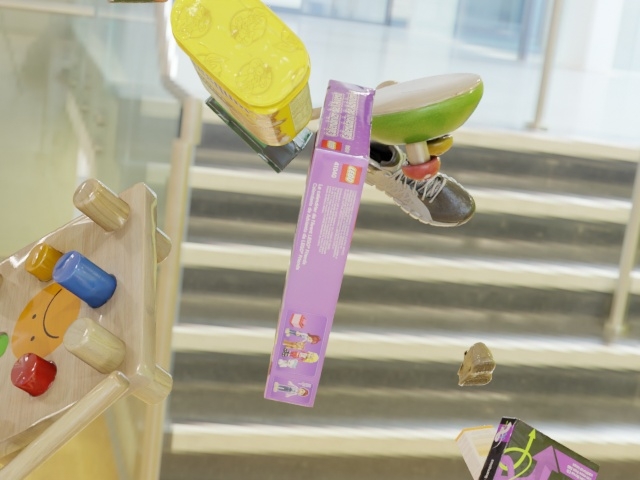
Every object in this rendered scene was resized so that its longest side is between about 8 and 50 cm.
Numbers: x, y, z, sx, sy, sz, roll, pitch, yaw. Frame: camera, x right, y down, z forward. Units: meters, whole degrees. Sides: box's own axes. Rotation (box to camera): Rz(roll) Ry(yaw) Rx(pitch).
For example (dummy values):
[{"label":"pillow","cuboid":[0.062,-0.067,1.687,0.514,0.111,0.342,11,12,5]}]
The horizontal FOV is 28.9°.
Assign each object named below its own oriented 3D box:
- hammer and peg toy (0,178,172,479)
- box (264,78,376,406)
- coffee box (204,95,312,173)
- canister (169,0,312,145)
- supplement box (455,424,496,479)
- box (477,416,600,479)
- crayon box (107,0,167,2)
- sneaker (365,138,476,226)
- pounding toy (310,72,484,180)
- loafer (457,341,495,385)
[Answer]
[{"label":"hammer and peg toy","cuboid":[-0.260,0.124,1.232,0.127,0.266,0.361,43,28,-40]},{"label":"box","cuboid":[0.000,0.000,1.320,0.057,0.293,0.201,11,27,-2]},{"label":"coffee box","cuboid":[-0.065,-0.136,1.383,0.113,0.040,0.184,44,10,-4]},{"label":"canister","cuboid":[-0.064,-0.153,1.101,0.126,0.073,0.170,43,-4,7]},{"label":"supplement box","cuboid":[0.272,0.356,2.043,0.062,0.036,0.098,-1,49,-29]},{"label":"box","cuboid":[0.199,0.270,1.215,0.116,0.162,0.029,31,-16,-22]},{"label":"crayon box","cuboid":[-0.217,-0.469,1.469,0.081,0.318,0.202,-5,45,-24]},{"label":"sneaker","cuboid":[0.138,-0.098,1.952,0.229,0.086,0.132,26,-8,9]},{"label":"pounding toy","cuboid":[0.117,-0.146,1.653,0.183,0.110,0.237,-24,19,-32]},{"label":"loafer","cuboid":[0.275,0.218,2.175,0.056,0.050,0.148,0,-23,-9]}]
